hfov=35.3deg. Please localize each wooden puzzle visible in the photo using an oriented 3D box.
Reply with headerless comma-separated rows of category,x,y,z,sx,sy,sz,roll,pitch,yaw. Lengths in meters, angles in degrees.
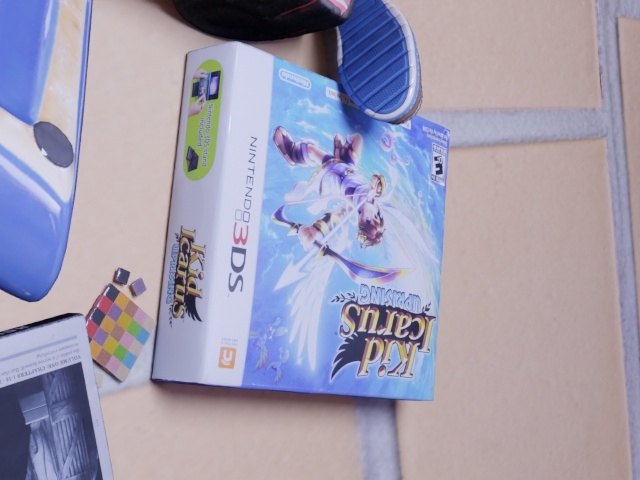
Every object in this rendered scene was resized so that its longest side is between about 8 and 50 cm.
wooden puzzle,-0.140,0.062,0.688,0.049,0.006,0.083,48,56,-35

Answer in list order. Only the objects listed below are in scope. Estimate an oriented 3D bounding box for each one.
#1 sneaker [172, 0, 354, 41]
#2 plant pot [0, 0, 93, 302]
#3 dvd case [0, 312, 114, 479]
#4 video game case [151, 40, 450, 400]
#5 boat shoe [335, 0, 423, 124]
sneaker,-0.082,-0.237,0.684,0.314,0.116,0.136,17,74,-45
plant pot,-0.222,-0.064,0.393,0.236,0.212,0.236,38,30,-37
dvd case,-0.201,0.180,0.601,0.179,0.029,0.239,-16,99,-46
video game case,0.000,0.000,0.802,0.269,0.061,0.244,13,80,-46
boat shoe,0.051,-0.156,0.810,0.066,0.066,0.183,37,30,-46
